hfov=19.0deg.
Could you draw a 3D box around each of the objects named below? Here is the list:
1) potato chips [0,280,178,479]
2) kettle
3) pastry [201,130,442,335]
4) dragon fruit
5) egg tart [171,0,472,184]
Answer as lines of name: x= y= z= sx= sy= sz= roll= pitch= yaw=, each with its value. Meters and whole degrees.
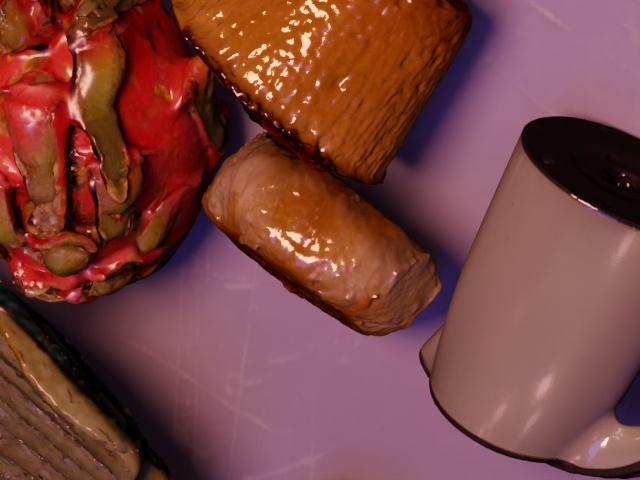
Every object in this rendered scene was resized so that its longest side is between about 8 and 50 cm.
potato chips: x=-0.278 y=0.127 z=1.617 sx=0.429 sy=0.070 sz=0.358 roll=38 pitch=152 yaw=9
kettle: x=0.201 y=0.062 z=1.436 sx=0.221 sy=0.161 sz=0.236 roll=33 pitch=118 yaw=19
pastry: x=0.000 y=0.000 z=1.483 sx=0.192 sy=0.182 sz=0.093 roll=38 pitch=87 yaw=-2
dragon fruit: x=-0.197 y=-0.091 z=1.491 sx=0.231 sy=0.237 sz=0.302 roll=31 pitch=140 yaw=18
egg tart: x=0.002 y=-0.156 z=1.430 sx=0.215 sy=0.215 sz=0.171 roll=42 pitch=105 yaw=3
